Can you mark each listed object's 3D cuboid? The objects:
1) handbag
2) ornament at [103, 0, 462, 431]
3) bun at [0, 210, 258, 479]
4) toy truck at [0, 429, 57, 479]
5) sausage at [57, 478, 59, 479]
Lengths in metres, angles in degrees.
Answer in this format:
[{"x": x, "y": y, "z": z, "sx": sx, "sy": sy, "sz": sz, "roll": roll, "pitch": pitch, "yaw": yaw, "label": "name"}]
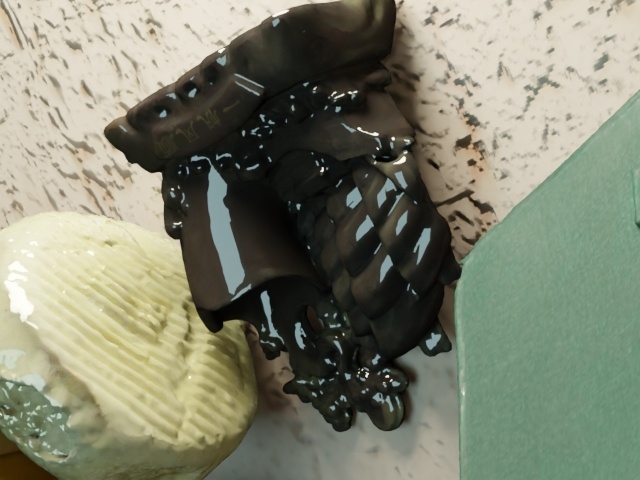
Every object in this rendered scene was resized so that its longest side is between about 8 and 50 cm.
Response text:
[{"x": 0.153, "y": 0.067, "z": 0.841, "sx": 0.238, "sy": 0.089, "sz": 0.326, "roll": -52, "pitch": 21, "yaw": 39, "label": "handbag"}, {"x": 0.000, "y": 0.000, "z": 1.124, "sx": 0.251, "sy": 0.106, "sz": 0.260, "roll": -29, "pitch": 87, "yaw": 50, "label": "ornament"}, {"x": -0.155, "y": 0.081, "z": 1.210, "sx": 0.134, "sy": 0.220, "sz": 0.220, "roll": -47, "pitch": 68, "yaw": 33, "label": "bun"}, {"x": -0.295, "y": 0.142, "z": 1.395, "sx": 0.288, "sy": 0.204, "sz": 0.211, "roll": 24, "pitch": 117, "yaw": 42, "label": "toy truck"}, {"x": -0.152, "y": 0.192, "z": 1.318, "sx": 0.043, "sy": 0.043, "sz": 0.186, "roll": 14, "pitch": 146, "yaw": 44, "label": "sausage"}]
